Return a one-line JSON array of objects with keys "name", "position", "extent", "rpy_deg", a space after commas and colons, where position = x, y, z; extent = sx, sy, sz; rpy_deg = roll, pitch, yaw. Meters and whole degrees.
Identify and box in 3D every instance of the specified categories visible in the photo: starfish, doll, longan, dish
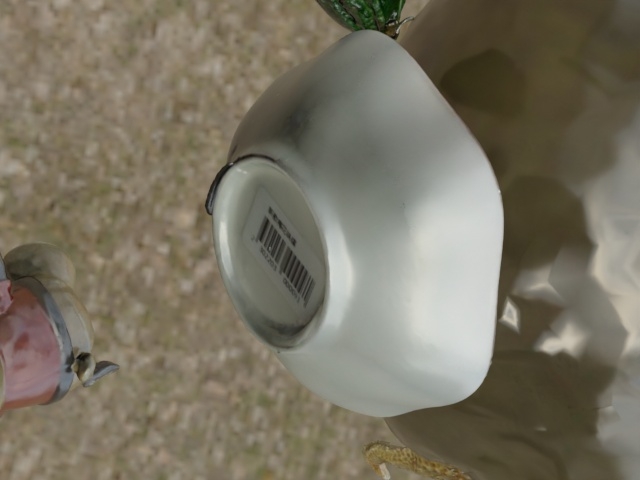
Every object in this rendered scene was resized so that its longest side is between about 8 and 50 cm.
[{"name": "starfish", "position": [0.182, 0.208, 1.641], "extent": [0.302, 0.299, 0.060], "rpy_deg": [72, 20, -67]}, {"name": "doll", "position": [-0.364, 0.134, 1.757], "extent": [0.330, 0.174, 0.235], "rpy_deg": [-25, 140, -42]}, {"name": "longan", "position": [0.210, -0.021, 1.180], "extent": [0.436, 0.404, 0.404], "rpy_deg": [-59, 154, -12]}, {"name": "dish", "position": [0.000, 0.000, 0.772], "extent": [0.066, 0.190, 0.191], "rpy_deg": [-14, 116, -35]}]

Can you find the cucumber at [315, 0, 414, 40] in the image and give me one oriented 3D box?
[{"name": "cucumber", "position": [-0.010, -0.214, 0.986], "extent": [0.265, 0.077, 0.077], "rpy_deg": [46, 56, -47]}]
